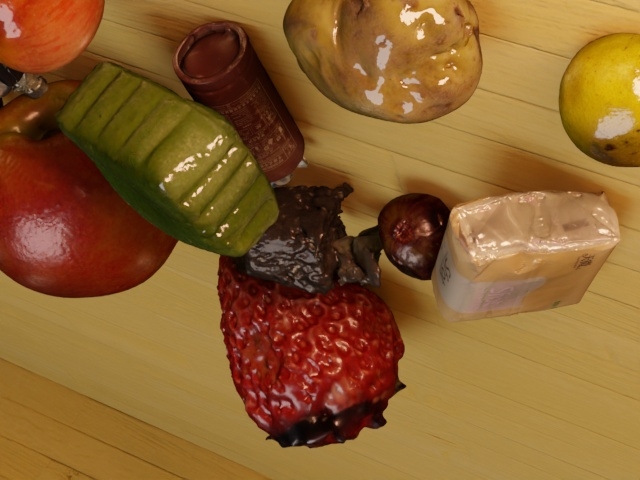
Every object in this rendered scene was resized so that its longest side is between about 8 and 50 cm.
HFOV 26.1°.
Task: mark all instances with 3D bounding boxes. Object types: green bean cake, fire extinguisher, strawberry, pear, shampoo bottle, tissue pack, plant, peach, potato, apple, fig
[{"bbox_3d":[-0.175,-0.091,1.644,0.248,0.125,0.222,32,166,37],"label":"green bean cake"},{"bbox_3d":[-0.090,-0.145,1.681,0.105,0.105,0.269,16,156,30],"label":"fire extinguisher"},{"bbox_3d":[-0.011,0.150,2.081,0.292,0.310,0.292,-7,176,0],"label":"strawberry"},{"bbox_3d":[0.284,-0.118,1.271,0.141,0.104,0.141,27,163,9],"label":"pear"},{"bbox_3d":[-0.414,-0.243,1.740,0.063,0.057,0.208,21,164,31],"label":"shampoo bottle"},{"bbox_3d":[0.230,0.019,1.586,0.186,0.090,0.222,-7,161,-7],"label":"tissue pack"},{"bbox_3d":[0.000,0.000,1.817,0.203,0.142,0.131,6,134,0],"label":"plant"},{"bbox_3d":[-0.330,-0.059,1.910,0.308,0.308,0.332,20,154,23],"label":"peach"},{"bbox_3d":[0.062,-0.193,1.343,0.200,0.137,0.154,11,122,39],"label":"potato"},{"bbox_3d":[-0.349,-0.292,1.586,0.209,0.164,0.209,27,159,12],"label":"apple"},{"bbox_3d":[0.133,-0.003,1.748,0.103,0.109,0.154,-5,175,21],"label":"fig"}]

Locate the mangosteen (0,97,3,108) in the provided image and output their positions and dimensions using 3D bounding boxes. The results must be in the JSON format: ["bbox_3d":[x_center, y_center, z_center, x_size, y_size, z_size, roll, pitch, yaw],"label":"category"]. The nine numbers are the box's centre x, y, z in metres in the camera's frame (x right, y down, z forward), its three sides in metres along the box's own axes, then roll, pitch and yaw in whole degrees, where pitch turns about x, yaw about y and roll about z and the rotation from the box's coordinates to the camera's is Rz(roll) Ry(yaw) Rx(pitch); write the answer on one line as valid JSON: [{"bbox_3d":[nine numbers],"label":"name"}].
[{"bbox_3d":[-0.608,-0.137,2.002,0.330,0.330,0.330,25,159,10],"label":"mangosteen"}]

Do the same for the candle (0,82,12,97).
[{"bbox_3d":[-0.511,-0.238,1.812,0.192,0.168,0.068,44,-171,-33],"label":"candle"}]

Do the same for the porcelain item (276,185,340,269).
[{"bbox_3d":[-0.037,-0.015,1.978,0.081,0.069,0.215,4,153,39],"label":"porcelain item"}]
